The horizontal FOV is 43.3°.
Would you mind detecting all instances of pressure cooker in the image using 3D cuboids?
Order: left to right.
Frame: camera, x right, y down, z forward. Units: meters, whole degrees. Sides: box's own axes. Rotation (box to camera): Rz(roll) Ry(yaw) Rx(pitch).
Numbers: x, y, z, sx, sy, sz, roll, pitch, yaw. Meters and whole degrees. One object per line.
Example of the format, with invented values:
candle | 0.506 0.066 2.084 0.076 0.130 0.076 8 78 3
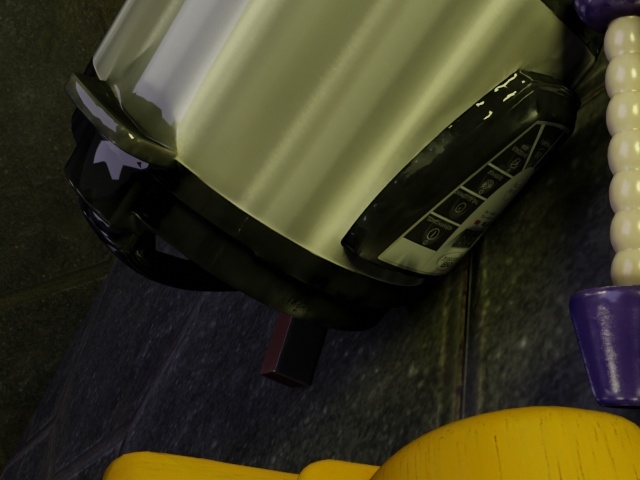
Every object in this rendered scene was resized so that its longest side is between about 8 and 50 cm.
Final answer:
pressure cooker | -0.006 -0.125 0.725 0.420 0.369 0.375 -53 20 15

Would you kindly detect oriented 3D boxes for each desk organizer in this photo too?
desk organizer | -0.024 0.102 0.940 0.050 0.047 0.130 -27 41 60

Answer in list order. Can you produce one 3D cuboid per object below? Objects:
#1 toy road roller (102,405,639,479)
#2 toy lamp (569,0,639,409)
toy road roller | 0.023 0.184 0.363 0.203 0.329 0.241 -88 10 -48
toy lamp | 0.192 -0.035 0.500 0.080 0.080 0.275 -23 60 59
